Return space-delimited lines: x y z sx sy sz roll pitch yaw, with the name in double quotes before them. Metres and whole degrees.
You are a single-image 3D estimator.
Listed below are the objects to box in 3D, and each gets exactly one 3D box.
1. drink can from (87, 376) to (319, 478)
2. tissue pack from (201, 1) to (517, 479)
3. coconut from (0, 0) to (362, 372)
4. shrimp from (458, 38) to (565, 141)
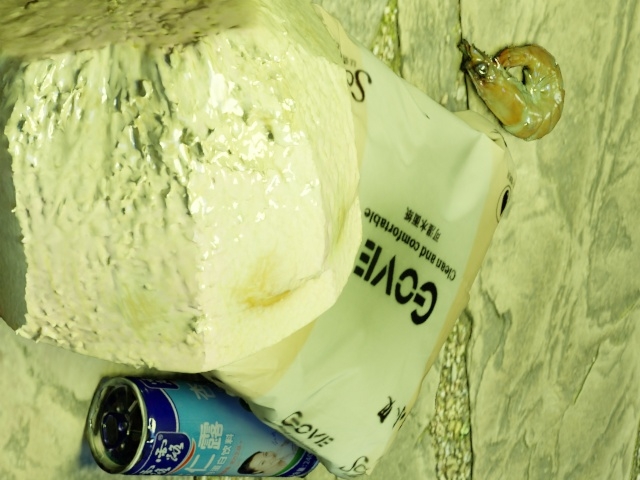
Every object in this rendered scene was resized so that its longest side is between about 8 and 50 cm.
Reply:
"drink can" -0.106 0.185 1.589 0.235 0.097 0.097 9 103 -41
"tissue pack" 0.000 0.000 1.503 0.375 0.195 0.390 30 80 -45
"coconut" -0.118 -0.047 1.204 0.297 0.297 0.309 -27 130 -28
"shrimp" 0.209 -0.171 1.725 0.180 0.041 0.099 31 88 -43
